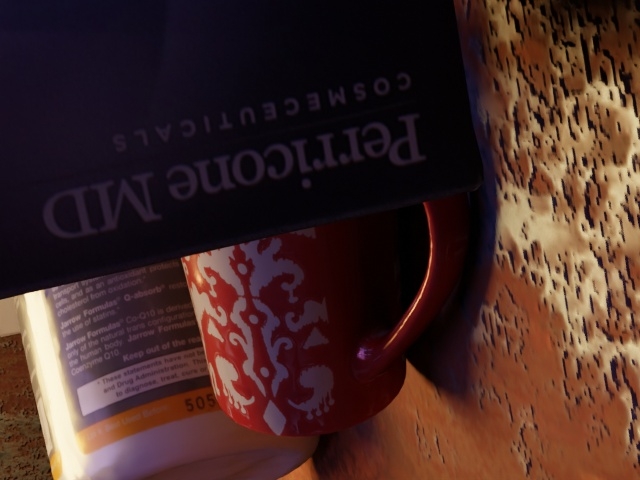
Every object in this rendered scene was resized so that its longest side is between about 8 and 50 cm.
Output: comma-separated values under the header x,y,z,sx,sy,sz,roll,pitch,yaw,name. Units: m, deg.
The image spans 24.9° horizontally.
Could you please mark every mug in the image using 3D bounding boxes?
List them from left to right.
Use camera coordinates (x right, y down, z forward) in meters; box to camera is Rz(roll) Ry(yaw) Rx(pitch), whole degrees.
x,y,z,sx,sy,sz,roll,pitch,yaw,name
-0.010,0.001,0.631,0.150,0.113,0.169,-125,25,-58,mug

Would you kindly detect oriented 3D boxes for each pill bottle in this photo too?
x,y,z,sx,sy,sz,roll,pitch,yaw,name
-0.110,0.020,0.895,0.162,0.162,0.278,115,141,-65,pill bottle

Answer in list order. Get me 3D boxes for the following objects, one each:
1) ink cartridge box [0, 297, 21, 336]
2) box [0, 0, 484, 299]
x,y,z,sx,sy,sz,roll,pitch,yaw,name
-0.255,0.003,1.326,0.082,0.191,0.139,-134,36,-64,ink cartridge box
-0.136,-0.133,0.393,0.183,0.296,0.294,-133,31,-73,box
